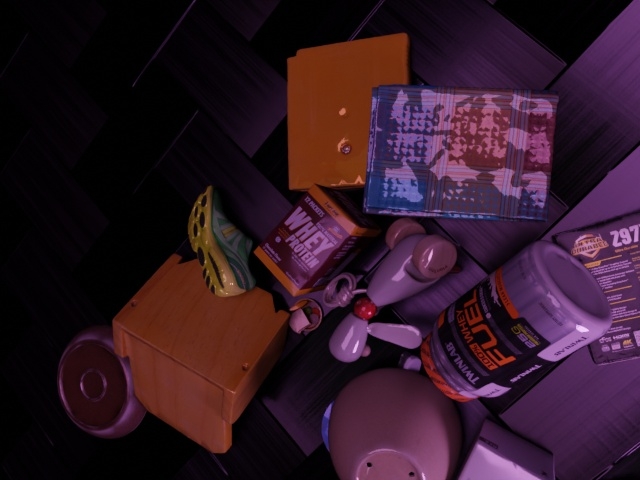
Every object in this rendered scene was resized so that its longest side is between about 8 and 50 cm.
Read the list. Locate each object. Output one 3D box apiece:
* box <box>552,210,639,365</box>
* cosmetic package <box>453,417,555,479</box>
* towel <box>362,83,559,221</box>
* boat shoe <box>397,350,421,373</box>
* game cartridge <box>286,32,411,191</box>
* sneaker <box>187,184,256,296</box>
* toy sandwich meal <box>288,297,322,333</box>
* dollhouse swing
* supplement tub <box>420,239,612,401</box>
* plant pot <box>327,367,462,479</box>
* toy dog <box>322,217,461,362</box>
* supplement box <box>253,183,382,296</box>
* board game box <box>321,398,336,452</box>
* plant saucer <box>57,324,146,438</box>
[{"bbox_3d":[0.624,0.066,1.029,0.322,0.079,0.257,-18,82,21],"label":"box"},{"bbox_3d":[0.342,0.478,1.100,0.151,0.151,0.183,27,100,19],"label":"cosmetic package"},{"bbox_3d":[0.276,-0.177,1.150,0.371,0.040,0.271,4,93,11],"label":"towel"},{"bbox_3d":[0.177,0.305,1.225,0.040,0.049,0.142,38,115,53],"label":"boat shoe"},{"bbox_3d":[0.063,-0.277,1.265,0.286,0.053,0.323,-1,88,22],"label":"game cartridge"},{"bbox_3d":[-0.233,0.004,1.353,0.109,0.124,0.295,-40,57,37],"label":"sneaker"},{"bbox_3d":[-0.038,0.174,1.312,0.086,0.029,0.085,0,90,21],"label":"toy sandwich meal"},{"bbox_3d":[-0.279,0.282,1.392,0.347,0.304,0.315,24,57,20],"label":"dollhouse swing"},{"bbox_3d":[0.343,0.161,1.045,0.193,0.194,0.316,52,127,13],"label":"supplement tub"},{"bbox_3d":[0.141,0.420,1.124,0.284,0.191,0.283,2,100,11],"label":"plant pot"},{"bbox_3d":[0.166,0.111,1.165,0.334,0.161,0.220,-45,30,28],"label":"toy dog"},{"bbox_3d":[0.000,0.000,1.210,0.129,0.191,0.194,46,105,15],"label":"supplement box"},{"bbox_3d":[0.088,0.417,1.265,0.169,0.033,0.133,0,90,14],"label":"board game box"},{"bbox_3d":[-0.596,0.383,1.525,0.311,0.050,0.310,0,89,22],"label":"plant saucer"}]
